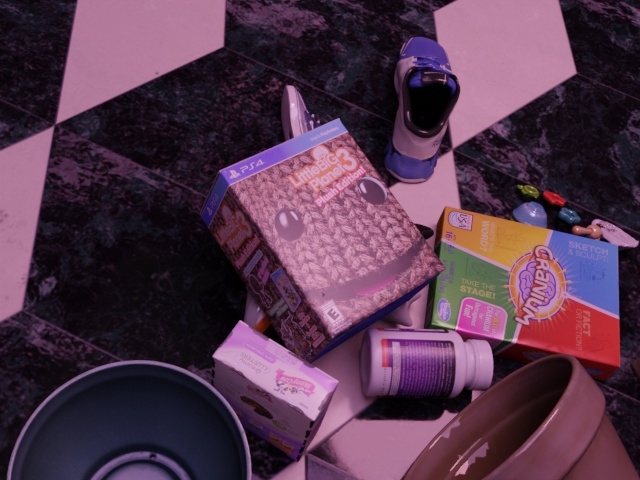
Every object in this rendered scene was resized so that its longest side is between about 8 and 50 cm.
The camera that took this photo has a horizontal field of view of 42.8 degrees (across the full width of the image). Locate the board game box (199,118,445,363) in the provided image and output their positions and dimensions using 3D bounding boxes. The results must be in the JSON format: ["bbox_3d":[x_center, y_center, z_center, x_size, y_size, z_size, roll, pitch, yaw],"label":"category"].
[{"bbox_3d":[0.000,0.000,1.240,0.232,0.141,0.291,-29,78,-30],"label":"board game box"}]

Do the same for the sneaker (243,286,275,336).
[{"bbox_3d":[-0.104,0.041,1.348,0.121,0.099,0.262,7,52,8],"label":"sneaker"}]

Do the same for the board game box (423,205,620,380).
[{"bbox_3d":[0.346,0.086,1.397,0.316,0.064,0.242,12,58,-1],"label":"board game box"}]

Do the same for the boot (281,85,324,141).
[{"bbox_3d":[-0.019,-0.203,1.520,0.086,0.069,0.190,-2,67,-18],"label":"boot"}]

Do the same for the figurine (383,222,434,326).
[{"bbox_3d":[0.079,0.034,1.379,0.209,0.092,0.215,17,59,-3],"label":"figurine"}]

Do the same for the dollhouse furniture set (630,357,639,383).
[{"bbox_3d":[0.615,0.206,1.296,0.129,0.184,0.129,-10,61,-15],"label":"dollhouse furniture set"}]

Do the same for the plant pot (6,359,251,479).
[{"bbox_3d":[-0.245,0.332,1.078,0.293,0.196,0.293,4,59,-7],"label":"plant pot"}]

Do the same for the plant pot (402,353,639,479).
[{"bbox_3d":[0.310,0.363,1.113,0.323,0.323,0.280,-41,90,-27],"label":"plant pot"}]

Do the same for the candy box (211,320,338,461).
[{"bbox_3d":[-0.072,0.220,1.172,0.164,0.196,0.070,31,60,10],"label":"candy box"}]

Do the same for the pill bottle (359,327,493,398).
[{"bbox_3d":[0.165,0.193,1.278,0.193,0.108,0.108,3,59,-7],"label":"pill bottle"}]

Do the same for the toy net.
[{"bbox_3d":[0.465,-0.029,1.503,0.232,0.045,0.122,21,30,1],"label":"toy net"}]

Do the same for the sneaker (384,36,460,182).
[{"bbox_3d":[0.206,-0.280,1.528,0.127,0.182,0.316,13,58,-3],"label":"sneaker"}]
